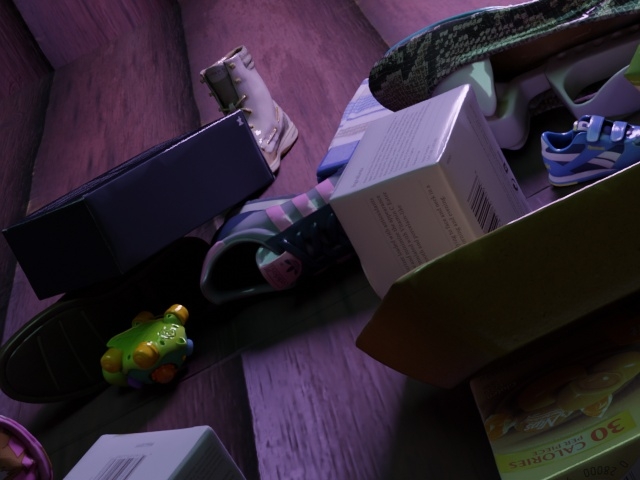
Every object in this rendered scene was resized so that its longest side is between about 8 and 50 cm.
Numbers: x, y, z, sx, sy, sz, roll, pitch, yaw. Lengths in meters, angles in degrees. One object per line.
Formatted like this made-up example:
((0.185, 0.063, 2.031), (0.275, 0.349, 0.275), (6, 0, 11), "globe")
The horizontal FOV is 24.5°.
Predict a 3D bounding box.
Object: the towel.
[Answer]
((0.117, -0.173, 1.963), (0.209, 0.034, 0.285), (-15, 27, 27), "towel")

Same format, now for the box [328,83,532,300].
((0.115, -0.023, 1.413), (0.119, 0.181, 0.182), (-19, 23, 25), "box")

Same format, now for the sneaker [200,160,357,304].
((0.000, 0.000, 1.630), (0.319, 0.112, 0.131), (-22, 26, 37), "sneaker")

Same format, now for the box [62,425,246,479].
((-0.107, 0.236, 1.121), (0.130, 0.170, 0.091), (-10, 29, 41), "box")

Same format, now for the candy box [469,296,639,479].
((0.275, 0.102, 1.055), (0.316, 0.087, 0.183), (-26, 20, 7), "candy box")

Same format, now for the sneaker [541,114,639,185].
((0.295, -0.102, 1.535), (0.144, 0.059, 0.053), (-16, 22, 28), "sneaker")

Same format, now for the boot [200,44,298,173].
((-0.115, -0.170, 2.062), (0.077, 0.165, 0.213), (-19, 22, 27), "boot")

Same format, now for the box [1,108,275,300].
((-0.210, -0.042, 1.726), (0.261, 0.103, 0.184), (-34, 9, -41), "box")

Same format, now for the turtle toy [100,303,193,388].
((-0.194, 0.127, 1.627), (0.130, 0.066, 0.095), (-14, 26, 36), "turtle toy")

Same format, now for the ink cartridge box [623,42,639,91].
((0.402, -0.102, 1.190), (0.189, 0.255, 0.097), (9, 67, 53), "ink cartridge box")

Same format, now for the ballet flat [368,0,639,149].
((0.272, -0.203, 1.694), (0.482, 0.164, 0.182), (-18, 51, 22), "ballet flat")

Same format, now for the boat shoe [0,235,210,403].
((-0.259, 0.098, 1.741), (0.307, 0.111, 0.104), (-30, 15, -31), "boat shoe")

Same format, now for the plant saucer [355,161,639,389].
((0.204, 0.023, 1.162), (0.333, 0.081, 0.333), (-25, -10, -9), "plant saucer")

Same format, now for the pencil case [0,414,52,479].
((-0.443, 0.248, 1.551), (0.386, 0.167, 0.160), (-2, 66, 51), "pencil case")
